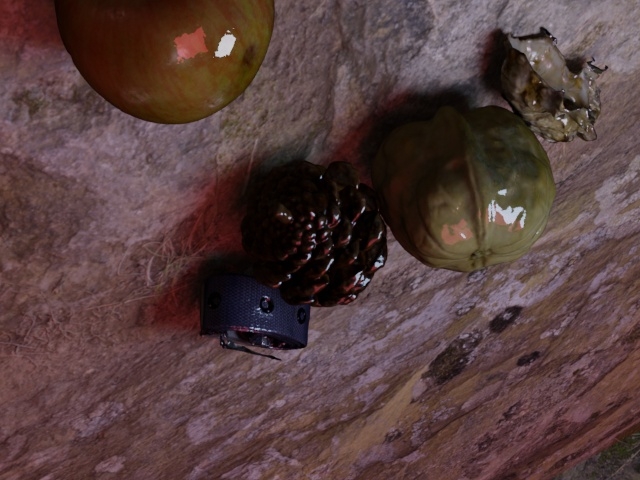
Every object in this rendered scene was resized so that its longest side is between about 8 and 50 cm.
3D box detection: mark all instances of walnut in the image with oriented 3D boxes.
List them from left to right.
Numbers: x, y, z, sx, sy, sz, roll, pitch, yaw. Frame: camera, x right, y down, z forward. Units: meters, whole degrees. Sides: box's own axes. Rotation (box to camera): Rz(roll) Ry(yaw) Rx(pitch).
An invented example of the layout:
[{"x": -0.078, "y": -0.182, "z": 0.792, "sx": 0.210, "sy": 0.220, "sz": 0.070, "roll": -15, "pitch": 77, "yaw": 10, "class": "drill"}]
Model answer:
[{"x": 0.237, "y": -0.086, "z": 1.681, "sx": 0.282, "sy": 0.277, "sz": 0.253, "roll": -30, "pitch": 145, "yaw": 20, "class": "walnut"}]

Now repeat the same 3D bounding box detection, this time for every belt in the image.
[{"x": -0.111, "y": 0.138, "z": 1.777, "sx": 0.140, "sy": 0.126, "sz": 0.230, "roll": -9, "pitch": 161, "yaw": 36, "class": "belt"}]

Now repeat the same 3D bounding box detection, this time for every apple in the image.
[{"x": -0.181, "y": -0.269, "z": 1.234, "sx": 0.264, "sy": 0.264, "sz": 0.264, "roll": -20, "pitch": 140, "yaw": -17, "class": "apple"}]

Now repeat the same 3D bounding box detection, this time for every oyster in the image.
[{"x": 0.413, "y": -0.258, "z": 1.758, "sx": 0.133, "sy": 0.197, "sz": 0.337, "roll": -27, "pitch": 164, "yaw": 32, "class": "oyster"}]

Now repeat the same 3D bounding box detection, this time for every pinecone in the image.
[{"x": 0.000, "y": 0.000, "z": 1.661, "sx": 0.244, "sy": 0.244, "sz": 0.309, "roll": -35, "pitch": 159, "yaw": 1, "class": "pinecone"}]
